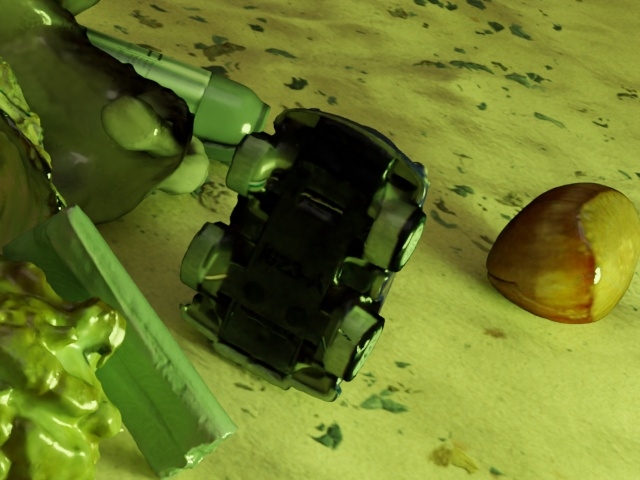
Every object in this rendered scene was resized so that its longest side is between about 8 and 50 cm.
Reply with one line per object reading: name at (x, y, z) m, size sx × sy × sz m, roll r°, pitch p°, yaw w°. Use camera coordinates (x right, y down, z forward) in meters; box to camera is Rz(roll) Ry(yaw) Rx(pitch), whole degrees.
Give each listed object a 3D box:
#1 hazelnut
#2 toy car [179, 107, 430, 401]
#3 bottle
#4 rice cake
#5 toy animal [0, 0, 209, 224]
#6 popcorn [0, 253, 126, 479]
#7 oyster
hazelnut at (0.241, 0.009, 1.617) m, size 0.150 × 0.150 × 0.150 m, roll 16°, pitch 32°, yaw -10°
toy car at (0.000, 0.000, 1.395) m, size 0.172 × 0.235 × 0.158 m, roll 29°, pitch 20°, yaw 9°
bottle at (-0.179, -0.149, 1.644) m, size 0.253 × 0.079 × 0.096 m, roll 20°, pitch 49°, yaw -4°
rice cake at (-0.147, 0.077, 1.220) m, size 0.222 × 0.080 × 0.042 m, roll 56°, pitch 32°, yaw -8°
toy animal at (-0.252, -0.156, 1.487) m, size 0.344 × 0.194 × 0.302 m, roll 49°, pitch 16°, yaw 9°
popcorn at (-0.247, 0.100, 1.131) m, size 0.221 × 0.184 × 0.204 m, roll 31°, pitch 17°, yaw 39°
oyster at (-0.295, -0.056, 1.300) m, size 0.259 × 0.198 × 0.092 m, roll 38°, pitch 36°, yaw 10°
